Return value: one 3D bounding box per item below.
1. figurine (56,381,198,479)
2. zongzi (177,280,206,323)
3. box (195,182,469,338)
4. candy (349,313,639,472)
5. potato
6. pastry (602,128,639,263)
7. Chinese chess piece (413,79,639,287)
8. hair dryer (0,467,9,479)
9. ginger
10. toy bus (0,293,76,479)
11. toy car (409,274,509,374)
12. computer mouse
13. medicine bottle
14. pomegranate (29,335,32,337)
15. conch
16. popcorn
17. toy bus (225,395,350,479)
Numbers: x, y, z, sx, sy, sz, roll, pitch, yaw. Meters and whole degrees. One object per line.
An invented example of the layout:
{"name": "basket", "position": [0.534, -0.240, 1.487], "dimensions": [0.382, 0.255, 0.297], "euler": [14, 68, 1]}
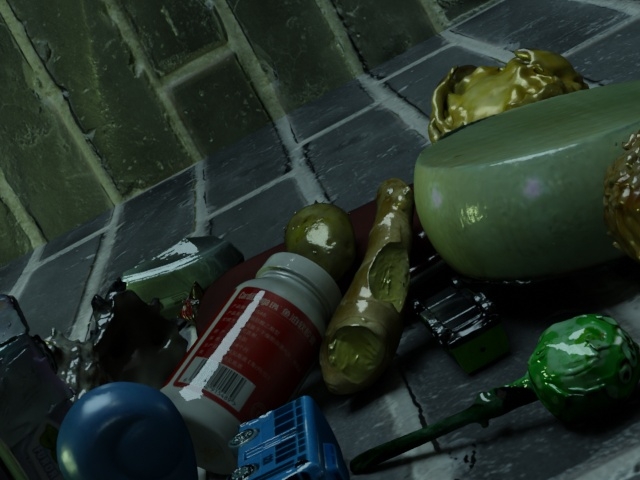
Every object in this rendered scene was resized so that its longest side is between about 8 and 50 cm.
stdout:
{"name": "figurine", "position": [-0.198, 0.331, 1.014], "dimensions": [0.416, 0.243, 0.298], "euler": [-53, 30, -12]}
{"name": "zongzi", "position": [-0.193, 0.096, 2.013], "dimensions": [0.067, 0.074, 0.083], "euler": [-12, 12, -13]}
{"name": "box", "position": [0.022, 0.053, 1.680], "dimensions": [0.403, 0.108, 0.263], "euler": [-25, 18, 13]}
{"name": "candy", "position": [0.149, 0.158, 1.187], "dimensions": [0.323, 0.097, 0.097], "euler": [-28, 12, 30]}
{"name": "potato", "position": [0.000, 0.000, 1.564], "dimensions": [0.091, 0.070, 0.138], "euler": [-27, 25, 7]}
{"name": "pastry", "position": [0.392, -0.050, 1.128], "dimensions": [0.255, 0.162, 0.310], "euler": [-37, 37, -25]}
{"name": "Chinese chess piece", "position": [0.280, -0.072, 1.444], "dimensions": [0.349, 0.146, 0.349], "euler": [-16, 13, 4]}
{"name": "hair dryer", "position": [-0.379, 0.354, 1.233], "dimensions": [0.121, 0.301, 0.361], "euler": [-3, 46, 11]}
{"name": "ginger", "position": [0.065, 0.051, 1.476], "dimensions": [0.086, 0.131, 0.295], "euler": [14, 59, 4]}
{"name": "toy bus", "position": [-0.261, 0.211, 1.252], "dimensions": [0.112, 0.317, 0.138], "euler": [-34, 20, -16]}
{"name": "toy car", "position": [0.153, 0.092, 1.402], "dimensions": [0.071, 0.063, 0.165], "euler": [-28, 14, -4]}
{"name": "computer mouse", "position": [-0.228, 0.077, 2.070], "dimensions": [0.231, 0.126, 0.071], "euler": [-26, 34, -3]}
{"name": "medicine bottle", "position": [-0.079, 0.137, 1.456], "dimensions": [0.131, 0.131, 0.250], "euler": [-12, 34, 48]}
{"name": "pomegranate", "position": [-0.429, 0.240, 1.738], "dimensions": [0.211, 0.211, 0.263], "euler": [-29, 39, -3]}
{"name": "conch", "position": [-0.284, 0.184, 1.556], "dimensions": [0.186, 0.241, 0.313], "euler": [22, 55, 25]}
{"name": "popcorn", "position": [0.278, -0.170, 1.826], "dimensions": [0.250, 0.190, 0.250], "euler": [-11, 30, 7]}
{"name": "toy bus", "position": [-0.027, 0.228, 1.217], "dimensions": [0.106, 0.090, 0.185], "euler": [-25, 14, 4]}
